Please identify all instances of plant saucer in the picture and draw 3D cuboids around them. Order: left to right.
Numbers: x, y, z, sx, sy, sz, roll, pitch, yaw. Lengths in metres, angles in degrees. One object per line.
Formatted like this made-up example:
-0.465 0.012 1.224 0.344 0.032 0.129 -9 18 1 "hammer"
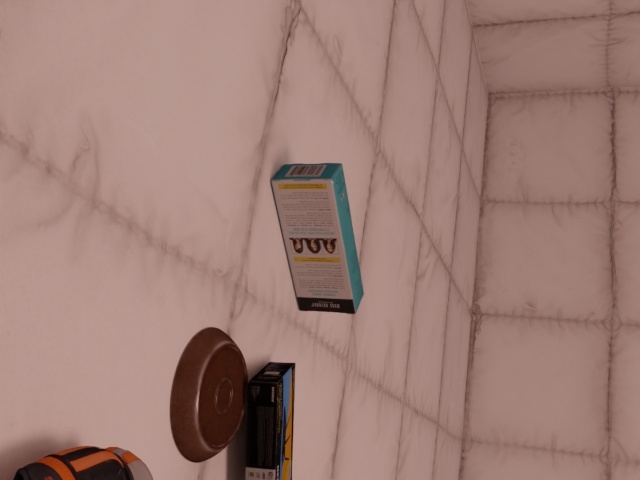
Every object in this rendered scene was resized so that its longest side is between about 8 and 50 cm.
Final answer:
-0.132 0.195 0.906 0.168 0.029 0.168 1 90 -70 "plant saucer"

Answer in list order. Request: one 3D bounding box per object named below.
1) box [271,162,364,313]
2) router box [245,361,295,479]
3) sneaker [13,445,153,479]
0.000 0.000 1.138 0.060 0.100 0.244 -59 145 -53 "box"
-0.069 0.271 1.012 0.133 0.046 0.179 -16 108 -82 "router box"
-0.226 0.334 0.572 0.180 0.124 0.321 23 59 -63 "sneaker"
